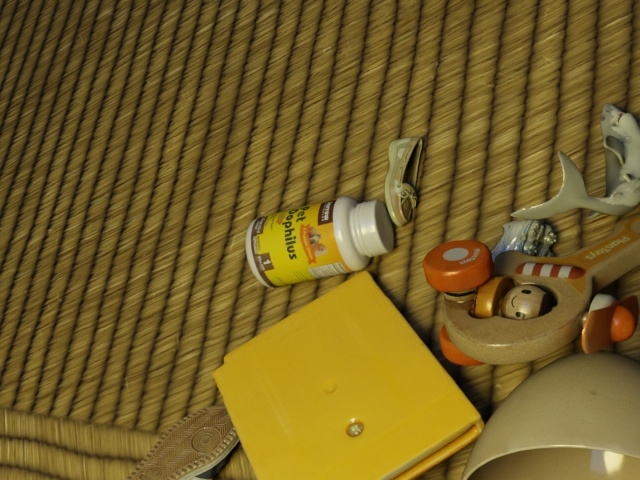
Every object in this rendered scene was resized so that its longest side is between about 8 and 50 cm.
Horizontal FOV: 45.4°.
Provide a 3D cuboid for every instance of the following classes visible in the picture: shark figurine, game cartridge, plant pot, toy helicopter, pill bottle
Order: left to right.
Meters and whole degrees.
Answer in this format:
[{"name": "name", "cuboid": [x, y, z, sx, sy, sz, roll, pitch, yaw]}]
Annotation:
[{"name": "pill bottle", "cuboid": [0.000, 0.000, 1.190, 0.215, 0.117, 0.117, -13, 64, 23]}, {"name": "game cartridge", "cuboid": [0.021, 0.214, 1.051, 0.285, 0.052, 0.323, -31, 40, -4]}, {"name": "toy helicopter", "cuboid": [0.316, 0.050, 0.928, 0.355, 0.140, 0.235, -25, 25, -21]}, {"name": "plant pot", "cuboid": [0.311, 0.238, 0.861, 0.284, 0.284, 0.191, -5, 39, 26]}, {"name": "shark figurine", "cuboid": [0.375, -0.062, 1.013, 0.166, 0.278, 0.116, 46, 137, 6]}]

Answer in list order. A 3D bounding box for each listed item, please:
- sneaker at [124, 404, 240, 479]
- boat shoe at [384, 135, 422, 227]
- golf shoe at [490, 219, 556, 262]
[{"name": "sneaker", "cuboid": [-0.213, 0.386, 1.166, 0.099, 0.153, 0.282, 24, 51, 36]}, {"name": "boat shoe", "cuboid": [0.134, -0.094, 1.199, 0.048, 0.056, 0.153, -10, 58, 29]}, {"name": "golf shoe", "cuboid": [0.263, 0.052, 1.075, 0.086, 0.069, 0.176, 13, 75, 57]}]
